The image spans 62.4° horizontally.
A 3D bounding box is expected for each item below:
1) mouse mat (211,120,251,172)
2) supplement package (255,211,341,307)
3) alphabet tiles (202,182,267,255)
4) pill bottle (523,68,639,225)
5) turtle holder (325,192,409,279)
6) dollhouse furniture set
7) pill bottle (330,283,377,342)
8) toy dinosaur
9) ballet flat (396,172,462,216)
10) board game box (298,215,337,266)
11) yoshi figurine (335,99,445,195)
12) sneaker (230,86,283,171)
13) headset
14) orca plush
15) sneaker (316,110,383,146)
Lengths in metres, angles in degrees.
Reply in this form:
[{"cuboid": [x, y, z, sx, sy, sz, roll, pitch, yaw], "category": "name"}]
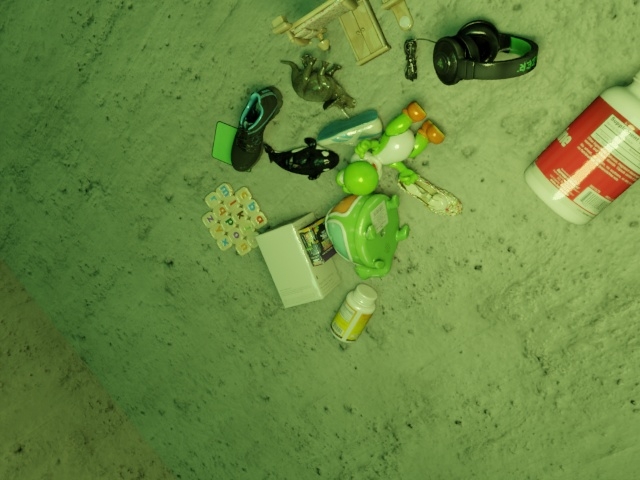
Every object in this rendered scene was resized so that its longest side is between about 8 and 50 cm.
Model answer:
[{"cuboid": [-0.333, -0.361, 2.035, 0.190, 0.007, 0.152, 25, 116, 19], "category": "mouse mat"}, {"cuboid": [-0.078, 0.071, 1.955, 0.176, 0.177, 0.292, -18, 99, 31], "category": "supplement package"}, {"cuboid": [-0.347, -0.085, 2.127, 0.278, 0.021, 0.284, -31, 91, 31], "category": "alphabet tiles"}, {"cuboid": [0.766, -0.252, 1.397, 0.229, 0.229, 0.407, 43, 120, 7], "category": "pill bottle"}, {"cuboid": [0.156, -0.024, 1.800, 0.228, 0.320, 0.243, 12, 69, 37], "category": "turtle holder"}, {"cuboid": [0.086, -0.621, 1.536, 0.304, 0.355, 0.173, -22, 97, 30], "category": "dollhouse furniture set"}, {"cuboid": [0.127, 0.268, 1.954, 0.117, 0.117, 0.214, 34, 118, 13], "category": "pill bottle"}, {"cuboid": [-0.025, -0.526, 1.762, 0.314, 0.121, 0.160, 24, 110, 15], "category": "toy dinosaur"}, {"cuboid": [0.348, -0.145, 1.729, 0.241, 0.077, 0.091, 32, 118, 13], "category": "ballet flat"}, {"cuboid": [0.000, 0.000, 1.896, 0.048, 0.170, 0.141, -20, 98, 29], "category": "board game box"}, {"cuboid": [0.203, -0.256, 1.651, 0.362, 0.203, 0.203, -38, 71, 18], "category": "yoshi figurine"}, {"cuboid": [-0.261, -0.397, 1.903, 0.125, 0.140, 0.340, 32, 117, 12], "category": "sneaker"}, {"cuboid": [0.409, -0.509, 1.505, 0.394, 0.243, 0.185, 25, 137, 33], "category": "headset"}, {"cuboid": [-0.083, -0.293, 1.877, 0.288, 0.102, 0.151, 22, 115, 19], "category": "orca plush"}, {"cuboid": [0.097, -0.352, 1.764, 0.229, 0.087, 0.092, -12, 136, 22], "category": "sneaker"}]
